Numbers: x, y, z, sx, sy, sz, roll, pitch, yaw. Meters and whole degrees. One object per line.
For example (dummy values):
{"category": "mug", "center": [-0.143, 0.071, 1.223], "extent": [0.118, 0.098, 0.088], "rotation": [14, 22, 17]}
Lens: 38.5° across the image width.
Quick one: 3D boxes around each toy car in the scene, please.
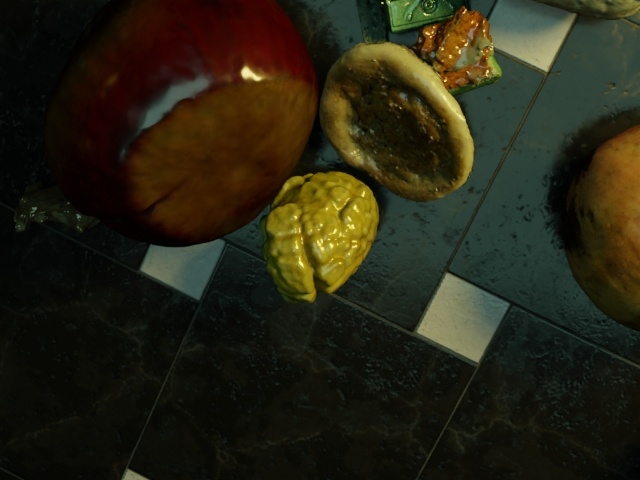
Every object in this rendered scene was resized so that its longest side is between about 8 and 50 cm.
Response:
{"category": "toy car", "center": [0.137, -0.485, 1.389], "extent": [0.141, 0.097, 0.321], "rotation": [-12, 107, -4]}

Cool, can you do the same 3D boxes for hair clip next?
{"category": "hair clip", "center": [0.079, -0.399, 1.457], "extent": [0.066, 0.036, 0.229], "rotation": [-6, 94, 6]}

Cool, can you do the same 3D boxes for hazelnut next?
{"category": "hazelnut", "center": [-0.200, -0.196, 1.389], "extent": [0.402, 0.402, 0.429], "rotation": [35, 106, 1]}

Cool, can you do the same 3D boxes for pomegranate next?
{"category": "pomegranate", "center": [0.508, -0.019, 1.342], "extent": [0.322, 0.322, 0.322], "rotation": [2, 102, 9]}

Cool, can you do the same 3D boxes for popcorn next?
{"category": "popcorn", "center": [0.000, 0.000, 1.477], "extent": [0.200, 0.226, 0.203], "rotation": [-8, 143, 0]}

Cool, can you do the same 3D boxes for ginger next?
{"category": "ginger", "center": [-0.381, -0.070, 1.569], "extent": [0.290, 0.122, 0.084], "rotation": [-4, 132, 7]}

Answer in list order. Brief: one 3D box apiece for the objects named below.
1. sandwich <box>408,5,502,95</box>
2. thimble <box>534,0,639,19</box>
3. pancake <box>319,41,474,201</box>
{"category": "sandwich", "center": [0.182, -0.271, 1.405], "extent": [0.185, 0.160, 0.109], "rotation": [-21, 89, 17]}
{"category": "thimble", "center": [0.374, -0.456, 1.269], "extent": [0.195, 0.291, 0.291], "rotation": [11, 103, 7]}
{"category": "pancake", "center": [0.117, -0.178, 1.426], "extent": [0.282, 0.049, 0.282], "rotation": [23, 141, 21]}
